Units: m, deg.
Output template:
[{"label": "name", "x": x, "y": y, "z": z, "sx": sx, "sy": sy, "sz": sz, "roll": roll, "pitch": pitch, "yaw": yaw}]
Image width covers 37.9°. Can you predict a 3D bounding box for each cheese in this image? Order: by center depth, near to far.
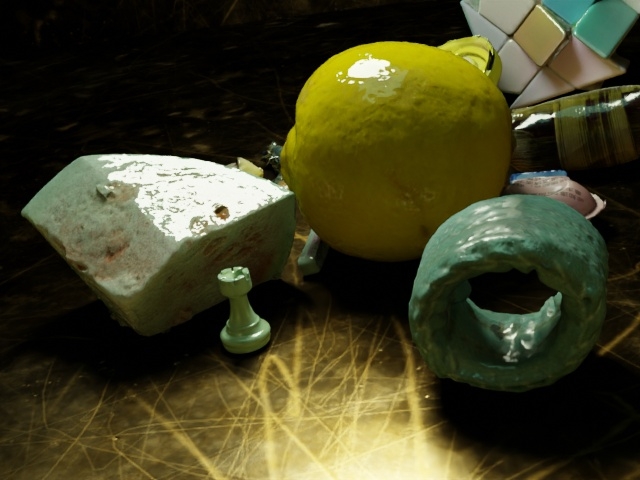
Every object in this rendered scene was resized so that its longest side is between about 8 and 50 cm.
[{"label": "cheese", "x": 0.338, "y": -0.062, "z": 1.436, "sx": 0.189, "sy": 0.074, "sz": 0.286, "roll": -3, "pitch": 20, "yaw": 12}]

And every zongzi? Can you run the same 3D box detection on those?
[{"label": "zongzi", "x": 0.469, "y": -0.201, "z": 1.661, "sx": 0.286, "sy": 0.134, "sz": 0.288, "roll": -6, "pitch": 10, "yaw": 18}]

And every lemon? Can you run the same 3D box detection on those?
[{"label": "lemon", "x": 0.113, "y": -0.130, "z": 1.365, "sx": 0.348, "sy": 0.348, "sz": 0.348, "roll": -8, "pitch": 23, "yaw": 3}]

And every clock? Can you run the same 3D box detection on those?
[{"label": "clock", "x": 0.243, "y": -0.291, "z": 1.896, "sx": 0.293, "sy": 0.071, "sz": 0.277, "roll": -41, "pitch": 30, "yaw": 8}]

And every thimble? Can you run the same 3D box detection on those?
[{"label": "thimble", "x": 0.206, "y": 0.065, "z": 1.048, "sx": 0.235, "sy": 0.198, "sz": 0.143, "roll": -30, "pitch": 15, "yaw": 28}]

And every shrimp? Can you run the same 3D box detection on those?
[{"label": "shrimp", "x": -0.118, "y": -0.131, "z": 1.790, "sx": 0.198, "sy": 0.051, "sz": 0.262, "roll": -17, "pitch": 28, "yaw": -18}]

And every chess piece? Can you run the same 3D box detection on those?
[{"label": "chess piece", "x": -0.104, "y": 0.088, "z": 1.213, "sx": 0.067, "sy": 0.103, "sz": 0.067, "roll": -8, "pitch": 23, "yaw": 3}]

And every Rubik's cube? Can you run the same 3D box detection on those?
[{"label": "Rubik's cube", "x": 0.490, "y": -0.481, "z": 1.996, "sx": 0.387, "sy": 0.368, "sz": 0.358, "roll": 39, "pitch": 33, "yaw": 4}]

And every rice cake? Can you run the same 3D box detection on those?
[{"label": "rice cake", "x": -0.001, "y": 0.000, "z": 1.468, "sx": 0.033, "sy": 0.033, "sz": 0.207, "roll": -13, "pitch": 21, "yaw": 15}]

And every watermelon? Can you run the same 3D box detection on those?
[{"label": "watermelon", "x": -0.230, "y": 0.022, "z": 1.299, "sx": 0.387, "sy": 0.228, "sz": 0.258, "roll": 1, "pitch": 33, "yaw": 1}]

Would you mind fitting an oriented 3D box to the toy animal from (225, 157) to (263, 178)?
[{"label": "toy animal", "x": -0.209, "y": -0.065, "z": 1.598, "sx": 0.233, "sy": 0.121, "sz": 0.168, "roll": -16, "pitch": 6, "yaw": 9}]
